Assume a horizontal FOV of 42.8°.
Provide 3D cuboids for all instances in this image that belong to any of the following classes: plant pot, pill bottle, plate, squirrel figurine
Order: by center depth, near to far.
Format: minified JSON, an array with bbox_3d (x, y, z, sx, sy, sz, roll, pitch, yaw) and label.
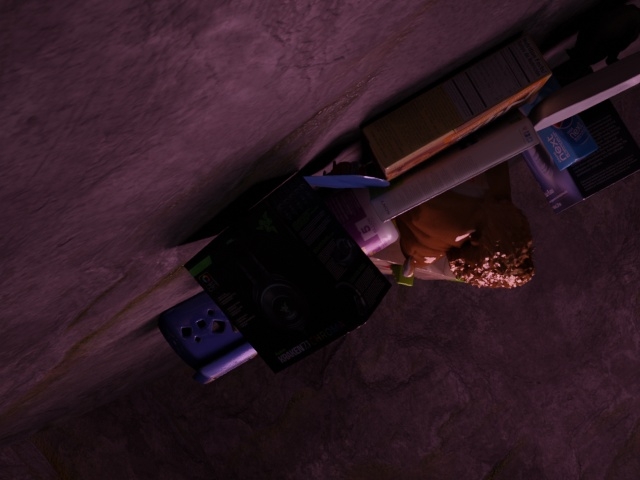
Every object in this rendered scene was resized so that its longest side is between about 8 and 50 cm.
[{"bbox_3d":[0.510,-0.282,1.542,0.278,0.045,0.277,-25,177,2],"label":"plate"},{"bbox_3d":[0.000,0.000,1.739,0.301,0.169,0.169,-31,173,4],"label":"pill bottle"},{"bbox_3d":[0.312,-0.017,1.917,0.281,0.397,0.370,-34,161,-27],"label":"squirrel figurine"},{"bbox_3d":[-0.287,0.255,2.225,0.236,0.212,0.236,-28,174,-20],"label":"plant pot"}]

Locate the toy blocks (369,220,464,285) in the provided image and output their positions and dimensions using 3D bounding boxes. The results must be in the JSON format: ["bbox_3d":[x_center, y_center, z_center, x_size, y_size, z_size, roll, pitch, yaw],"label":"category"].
[{"bbox_3d":[0.192,0.034,2.272,0.381,0.191,0.261,14,170,-29],"label":"toy blocks"}]

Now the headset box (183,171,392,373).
[{"bbox_3d":[-0.065,0.054,1.447,0.246,0.283,0.131,-34,-172,37],"label":"headset box"}]

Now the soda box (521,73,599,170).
[{"bbox_3d":[0.508,-0.264,1.777,0.067,0.210,0.071,-27,172,-24],"label":"soda box"}]

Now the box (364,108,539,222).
[{"bbox_3d":[0.240,-0.165,1.576,0.322,0.058,0.232,-26,-161,11],"label":"box"}]

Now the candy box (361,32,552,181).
[{"bbox_3d":[0.229,-0.221,1.420,0.316,0.088,0.183,-30,175,1],"label":"candy box"}]

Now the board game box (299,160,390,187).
[{"bbox_3d":[0.041,-0.119,1.452,0.168,0.033,0.133,1,175,32],"label":"board game box"}]

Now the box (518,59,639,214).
[{"bbox_3d":[0.600,-0.242,1.977,0.182,0.294,0.296,-28,173,1],"label":"box"}]

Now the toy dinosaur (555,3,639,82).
[{"bbox_3d":[0.536,-0.389,1.533,0.313,0.121,0.160,-21,158,-28],"label":"toy dinosaur"}]

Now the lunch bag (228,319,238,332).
[{"bbox_3d":[-0.103,0.084,1.935,0.287,0.169,0.235,-24,172,-12],"label":"lunch bag"}]
